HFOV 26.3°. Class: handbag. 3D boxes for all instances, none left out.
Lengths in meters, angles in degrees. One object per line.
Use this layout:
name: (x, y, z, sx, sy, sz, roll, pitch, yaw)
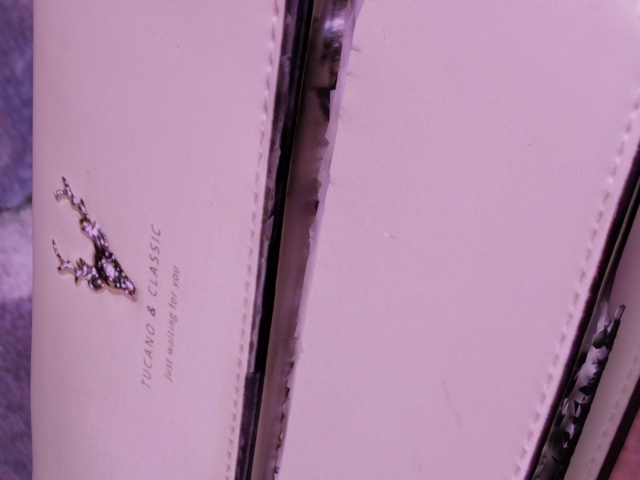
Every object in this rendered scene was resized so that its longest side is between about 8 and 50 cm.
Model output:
handbag: (0.000, 0.000, 0.492, 0.237, 0.160, 0.358, 31, 133, 24)
